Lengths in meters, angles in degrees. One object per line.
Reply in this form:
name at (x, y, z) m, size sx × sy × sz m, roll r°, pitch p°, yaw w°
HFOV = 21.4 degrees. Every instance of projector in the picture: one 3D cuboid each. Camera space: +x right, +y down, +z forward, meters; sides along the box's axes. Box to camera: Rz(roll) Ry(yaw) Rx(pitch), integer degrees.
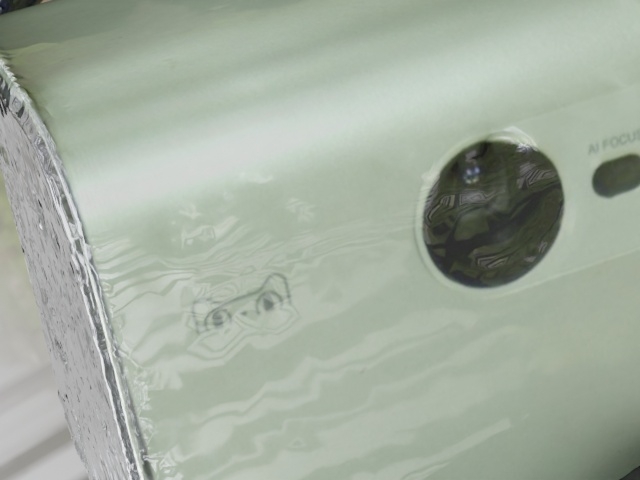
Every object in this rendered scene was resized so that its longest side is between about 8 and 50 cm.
projector at (0.000, 0.000, 0.758) m, size 0.248 × 0.249 × 0.249 m, roll -137°, pitch 32°, yaw -63°

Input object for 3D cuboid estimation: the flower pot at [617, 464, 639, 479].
flower pot at (0.208, 0.282, 0.728) m, size 0.379 × 0.379 × 0.251 m, roll 58°, pitch 170°, yaw 11°

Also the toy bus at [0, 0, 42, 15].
toy bus at (-0.182, -0.143, 0.872) m, size 0.077 × 0.174 × 0.079 m, roll 27°, pitch 163°, yaw 32°
